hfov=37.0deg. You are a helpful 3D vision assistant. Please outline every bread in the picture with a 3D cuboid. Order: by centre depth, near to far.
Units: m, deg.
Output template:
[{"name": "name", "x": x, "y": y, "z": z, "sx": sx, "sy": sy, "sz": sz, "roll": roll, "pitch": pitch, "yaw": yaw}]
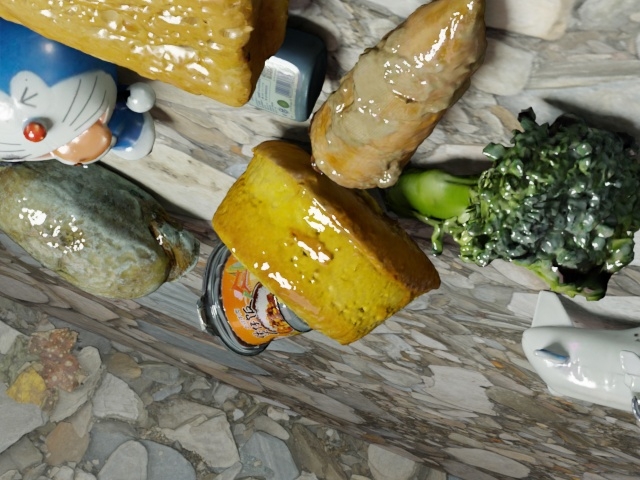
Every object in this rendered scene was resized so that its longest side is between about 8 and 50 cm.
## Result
[{"name": "bread", "x": -0.207, "y": -0.228, "z": 0.723, "sx": 0.380, "sy": 0.109, "sz": 0.185, "roll": 21, "pitch": 160, "yaw": 3}, {"name": "bread", "x": 0.000, "y": 0.000, "z": 1.032, "sx": 0.268, "sy": 0.146, "sz": 0.268, "roll": 41, "pitch": -178, "yaw": -2}]

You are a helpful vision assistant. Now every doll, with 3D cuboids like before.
[{"name": "doll", "x": -0.274, "y": -0.137, "z": 0.985, "sx": 0.215, "sy": 0.161, "sz": 0.257, "roll": -13, "pitch": 165, "yaw": 12}]

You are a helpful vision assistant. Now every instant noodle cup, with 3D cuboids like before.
[{"name": "instant noodle cup", "x": -0.066, "y": 0.074, "z": 1.371, "sx": 0.125, "sy": 0.208, "sz": 0.178, "roll": -9, "pitch": 117, "yaw": 32}]

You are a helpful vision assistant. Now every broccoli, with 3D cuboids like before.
[{"name": "broccoli", "x": 0.154, "y": -0.039, "z": 0.882, "sx": 0.165, "sy": 0.146, "sz": 0.304, "roll": 18, "pitch": 175, "yaw": -26}]

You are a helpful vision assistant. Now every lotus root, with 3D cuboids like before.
[{"name": "lotus root", "x": -0.344, "y": -0.028, "z": 1.358, "sx": 0.349, "sy": 0.175, "sz": 0.175, "roll": 33, "pitch": 159, "yaw": -23}]

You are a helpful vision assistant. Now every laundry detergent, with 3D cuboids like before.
[{"name": "laundry detergent", "x": -0.099, "y": -0.171, "z": 0.845, "sx": 0.206, "sy": 0.061, "sz": 0.097, "roll": 19, "pitch": 163, "yaw": 5}]

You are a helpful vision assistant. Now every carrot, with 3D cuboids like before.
[{"name": "carrot", "x": 0.070, "y": -0.128, "z": 0.769, "sx": 0.102, "sy": 0.102, "sz": 0.263, "roll": 24, "pitch": 155, "yaw": -10}]

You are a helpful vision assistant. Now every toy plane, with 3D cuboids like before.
[{"name": "toy plane", "x": 0.376, "y": 0.153, "z": 1.161, "sx": 0.266, "sy": 0.123, "sz": 0.267, "roll": 16, "pitch": 180, "yaw": 0}]
